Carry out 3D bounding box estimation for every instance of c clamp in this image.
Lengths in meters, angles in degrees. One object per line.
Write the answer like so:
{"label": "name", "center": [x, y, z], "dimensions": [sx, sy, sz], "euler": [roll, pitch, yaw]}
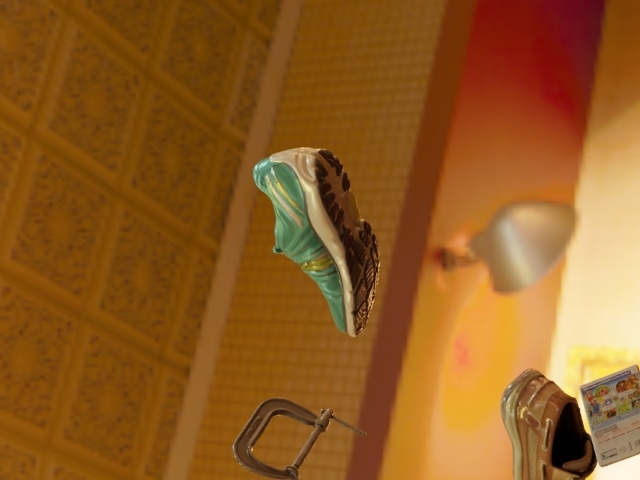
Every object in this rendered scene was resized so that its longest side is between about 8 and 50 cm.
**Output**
{"label": "c clamp", "center": [-0.033, 0.258, 1.930], "dimensions": [0.161, 0.137, 0.022], "euler": [-46, -19, -47]}

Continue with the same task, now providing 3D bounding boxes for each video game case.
{"label": "video game case", "center": [0.398, 0.234, 1.994], "dimensions": [0.011, 0.087, 0.122], "euler": [38, -146, -48]}

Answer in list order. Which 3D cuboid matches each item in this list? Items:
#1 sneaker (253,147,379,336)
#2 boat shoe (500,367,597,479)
{"label": "sneaker", "center": [0.000, 0.000, 1.846], "dimensions": [0.107, 0.110, 0.275], "euler": [-62, -41, -47]}
{"label": "boat shoe", "center": [0.379, 0.348, 2.388], "dimensions": [0.123, 0.116, 0.324], "euler": [-45, -47, -24]}
